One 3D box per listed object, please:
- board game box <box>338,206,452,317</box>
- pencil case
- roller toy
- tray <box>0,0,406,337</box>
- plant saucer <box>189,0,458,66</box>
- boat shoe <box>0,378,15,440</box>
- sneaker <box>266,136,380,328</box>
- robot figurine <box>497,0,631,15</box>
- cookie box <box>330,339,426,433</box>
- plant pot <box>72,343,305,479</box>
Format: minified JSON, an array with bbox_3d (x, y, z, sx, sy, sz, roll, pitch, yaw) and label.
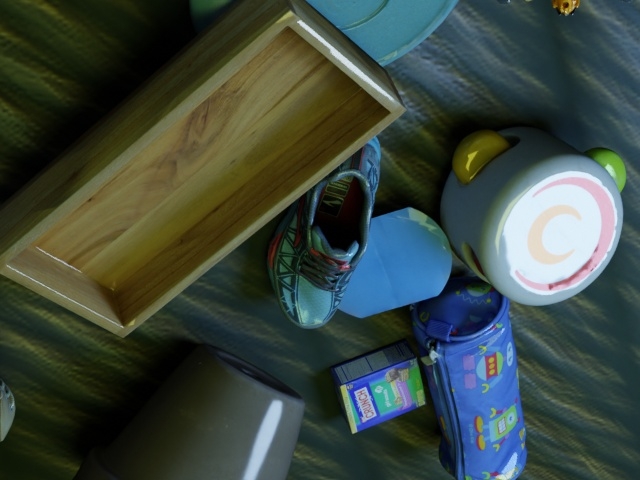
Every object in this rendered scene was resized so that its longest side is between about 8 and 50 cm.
[{"bbox_3d":[0.074,0.021,1.799,0.168,0.033,0.133,-17,121,10],"label":"board game box"},{"bbox_3d":[0.193,0.187,1.913,0.133,0.119,0.306,-41,135,-31],"label":"pencil case"},{"bbox_3d":[0.244,-0.032,1.764,0.209,0.146,0.191,1,112,-25],"label":"roller toy"},{"bbox_3d":[-0.133,-0.077,1.536,0.411,0.076,0.203,-39,137,17],"label":"tray"},{"bbox_3d":[0.024,-0.260,1.512,0.317,0.044,0.318,-16,147,-11],"label":"plant saucer"},{"bbox_3d":[-0.413,0.192,1.682,0.120,0.122,0.324,-20,138,-50],"label":"boat shoe"},{"bbox_3d":[0.000,0.000,1.690,0.104,0.125,0.262,9,118,-7],"label":"sneaker"},{"bbox_3d":[0.254,-0.371,1.541,0.211,0.085,0.291,2,129,13],"label":"robot figurine"},{"bbox_3d":[0.075,0.189,1.919,0.107,0.040,0.092,-20,130,-7],"label":"cookie box"},{"bbox_3d":[-0.132,0.257,1.773,0.263,0.263,0.229,29,90,-35],"label":"plant pot"}]
